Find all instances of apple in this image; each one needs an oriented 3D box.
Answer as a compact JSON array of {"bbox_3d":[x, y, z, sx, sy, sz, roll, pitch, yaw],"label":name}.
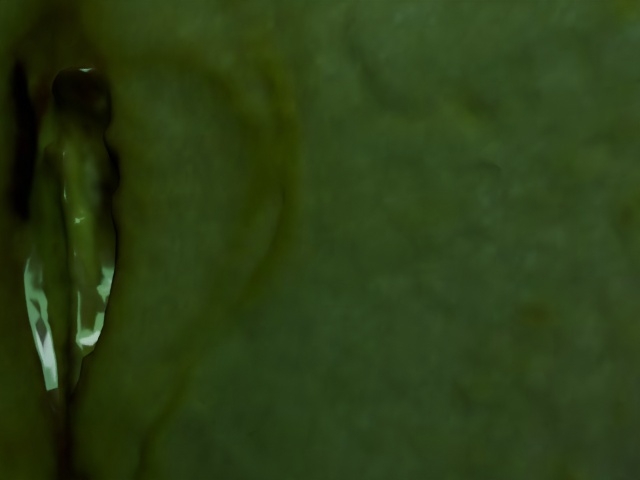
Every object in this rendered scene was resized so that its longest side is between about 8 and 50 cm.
[{"bbox_3d":[-0.036,-0.010,0.475,0.295,0.329,0.365,-1,81,-10],"label":"apple"}]
